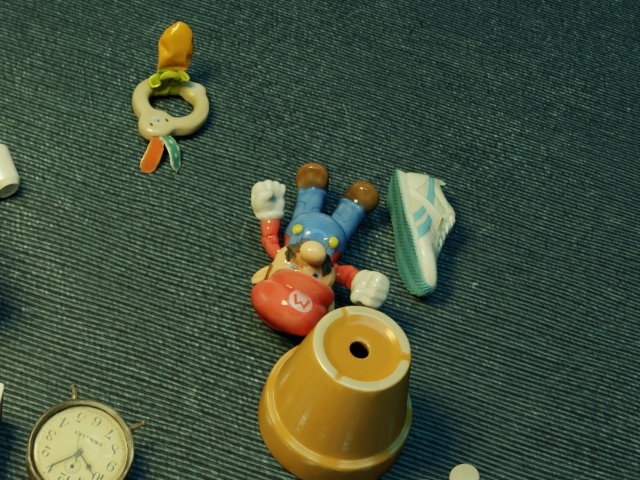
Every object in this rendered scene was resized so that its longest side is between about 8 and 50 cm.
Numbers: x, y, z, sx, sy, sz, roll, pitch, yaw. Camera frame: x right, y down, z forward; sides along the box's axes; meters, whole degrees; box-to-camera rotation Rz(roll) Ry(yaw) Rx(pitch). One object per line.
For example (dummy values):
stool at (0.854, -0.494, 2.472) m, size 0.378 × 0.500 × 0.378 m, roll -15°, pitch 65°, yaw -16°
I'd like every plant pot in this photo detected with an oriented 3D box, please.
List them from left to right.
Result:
plant pot at (0.034, 0.189, 1.504) m, size 0.205 × 0.188 × 0.205 m, roll 8°, pitch 50°, yaw -9°

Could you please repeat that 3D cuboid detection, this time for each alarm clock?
alarm clock at (-0.306, 0.280, 1.418) m, size 0.129 × 0.064 × 0.192 m, roll 29°, pitch 56°, yaw -2°

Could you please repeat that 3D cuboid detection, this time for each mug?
mug at (-0.478, -0.093, 1.689) m, size 0.078 × 0.062 × 0.064 m, roll -36°, pitch 73°, yaw 5°

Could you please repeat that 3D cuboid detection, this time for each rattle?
rattle at (-0.231, -0.218, 1.802) m, size 0.130 × 0.143 × 0.200 m, roll 31°, pitch 42°, yaw -13°

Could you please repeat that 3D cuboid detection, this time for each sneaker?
sneaker at (0.163, -0.015, 1.773) m, size 0.092 × 0.087 × 0.229 m, roll 6°, pitch 52°, yaw -13°

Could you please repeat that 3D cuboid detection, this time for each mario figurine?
mario figurine at (0.000, 0.000, 1.656) m, size 0.198 × 0.170 × 0.321 m, roll -8°, pitch 36°, yaw 23°

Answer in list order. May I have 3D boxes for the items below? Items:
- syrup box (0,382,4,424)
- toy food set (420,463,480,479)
syrup box at (-0.446, 0.281, 1.361) m, size 0.093 × 0.096 × 0.237 m, roll 11°, pitch 49°, yaw -9°
toy food set at (0.229, 0.380, 1.485) m, size 0.232 × 0.104 × 0.111 m, roll 25°, pitch 61°, yaw 29°
